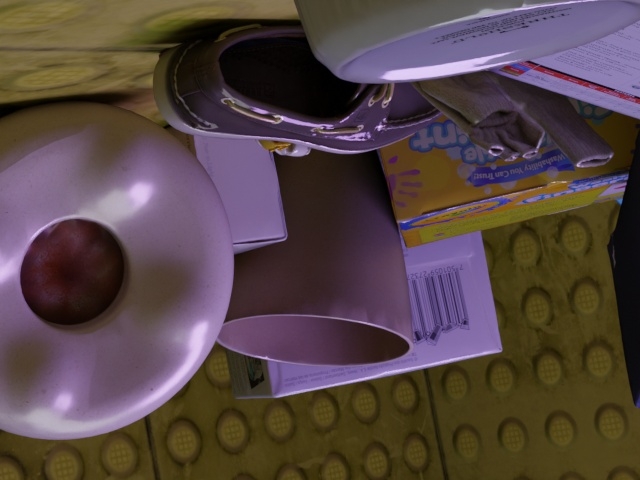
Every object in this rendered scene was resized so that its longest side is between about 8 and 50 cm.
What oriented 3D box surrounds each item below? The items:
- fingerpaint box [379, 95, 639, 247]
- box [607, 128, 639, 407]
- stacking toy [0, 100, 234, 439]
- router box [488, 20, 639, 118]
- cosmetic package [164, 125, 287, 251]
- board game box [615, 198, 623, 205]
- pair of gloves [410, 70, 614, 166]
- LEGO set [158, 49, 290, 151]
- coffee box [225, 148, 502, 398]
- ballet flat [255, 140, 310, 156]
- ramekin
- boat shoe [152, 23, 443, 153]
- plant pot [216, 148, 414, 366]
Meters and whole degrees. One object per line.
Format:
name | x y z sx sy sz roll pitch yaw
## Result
fingerpaint box | 0.297 -0.130 2.104 0.444 0.163 0.371 -13 175 4
box | 0.523 0.017 1.784 0.395 0.212 0.293 -5 156 1
stacking toy | -0.329 0.001 1.920 0.350 0.351 0.480 -9 -167 -22
router box | 0.349 -0.169 1.447 0.335 0.082 0.301 16 167 -17
cosmetic package | -0.185 -0.045 2.098 0.113 0.160 0.309 -7 173 -38
board game box | 0.553 -0.110 2.462 0.253 0.079 0.336 -22 145 25
pair of gloves | 0.157 -0.146 1.582 0.240 0.204 0.042 0 131 -51
LEGO set | -0.058 -0.135 1.652 0.227 0.093 0.087 -8 175 -32
coffee box | 0.032 0.036 2.491 0.337 0.338 0.334 -9 176 -14
ballet flat | -0.015 -0.133 1.876 0.248 0.086 0.086 -14 174 44
ramekin | 0.100 -0.189 1.120 0.272 0.127 0.273 -11 175 -1
boat shoe | 0.008 -0.145 1.582 0.324 0.117 0.096 -1 174 -35
plant pot | 0.000 0.000 2.204 0.256 0.274 0.256 4 163 1
